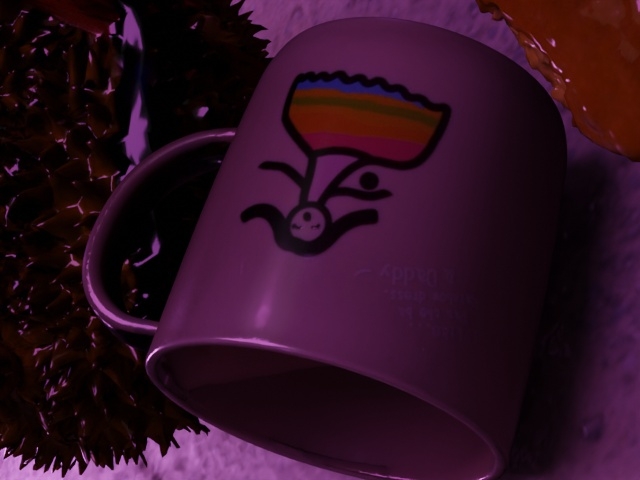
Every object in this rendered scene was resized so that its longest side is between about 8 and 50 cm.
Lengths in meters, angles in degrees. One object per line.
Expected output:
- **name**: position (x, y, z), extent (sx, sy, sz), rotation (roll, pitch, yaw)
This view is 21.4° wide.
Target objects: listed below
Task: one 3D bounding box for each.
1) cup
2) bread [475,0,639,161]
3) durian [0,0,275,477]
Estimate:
- **cup**: position (0.000, 0.000, 0.909), extent (0.253, 0.191, 0.200), rotation (8, 66, 21)
- **bread**: position (0.193, -0.138, 0.689), extent (0.268, 0.146, 0.268), rotation (-14, 67, 35)
- **durian**: position (-0.173, -0.042, 1.118), extent (0.347, 0.347, 0.384), rotation (-32, 31, 40)
